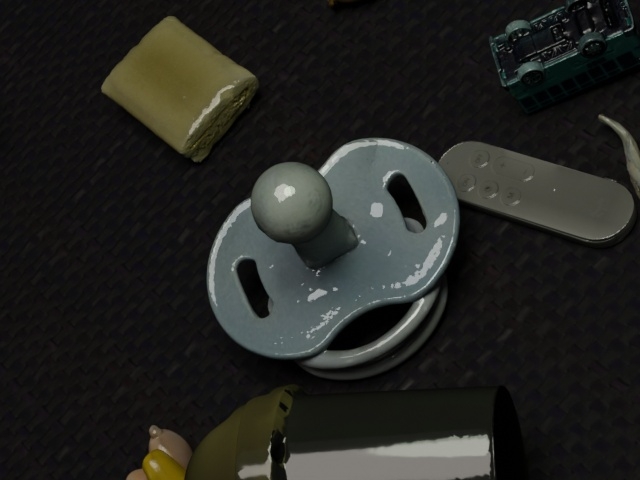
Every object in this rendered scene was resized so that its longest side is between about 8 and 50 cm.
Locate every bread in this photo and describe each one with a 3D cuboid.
[{"bbox_3d":[-0.173,-0.188,2.135,0.139,0.060,0.178,-46,53,-5],"label":"bread"}]

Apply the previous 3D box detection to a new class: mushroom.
[{"bbox_3d":[0.389,-0.043,1.794,0.068,0.043,0.306,-38,49,-22],"label":"mushroom"}]

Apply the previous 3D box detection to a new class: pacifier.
[{"bbox_3d":[0.000,0.000,1.829,0.299,0.233,0.244,-30,56,8],"label":"pacifier"}]

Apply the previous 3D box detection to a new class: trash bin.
[{"bbox_3d":[0.027,0.241,1.686,0.333,0.214,0.214,-10,57,15],"label":"trash bin"}]

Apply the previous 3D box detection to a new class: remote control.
[{"bbox_3d":[0.234,-0.053,1.881,0.245,0.022,0.077,20,73,34],"label":"remote control"}]

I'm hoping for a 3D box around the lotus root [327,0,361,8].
[{"bbox_3d":[0.065,-0.342,2.114,0.152,0.063,0.072,-41,42,2],"label":"lotus root"}]

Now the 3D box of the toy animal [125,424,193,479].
[{"bbox_3d":[-0.177,0.260,1.853,0.082,0.091,0.114,-40,52,17],"label":"toy animal"}]

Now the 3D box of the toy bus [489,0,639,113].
[{"bbox_3d":[0.281,-0.214,1.913,0.160,0.092,0.079,-24,55,18],"label":"toy bus"}]
